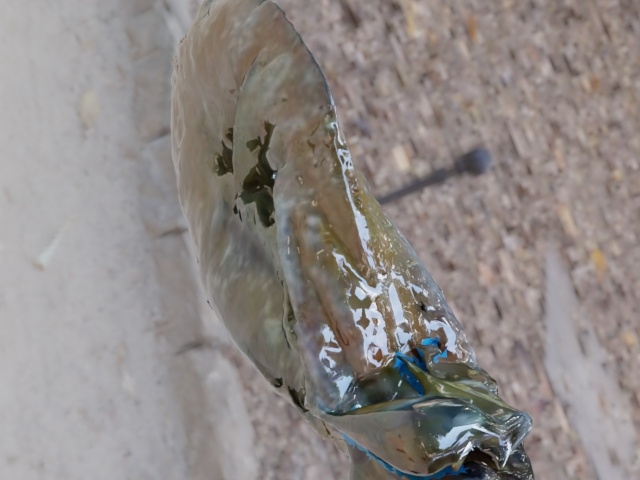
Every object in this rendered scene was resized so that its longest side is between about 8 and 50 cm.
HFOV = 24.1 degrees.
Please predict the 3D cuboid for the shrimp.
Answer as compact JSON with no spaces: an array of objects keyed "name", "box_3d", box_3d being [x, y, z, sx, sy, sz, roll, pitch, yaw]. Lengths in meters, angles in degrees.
[{"name":"shrimp","box_3d":[0.000,0.000,0.875,0.446,0.109,0.221,-127,-145,-49]}]
